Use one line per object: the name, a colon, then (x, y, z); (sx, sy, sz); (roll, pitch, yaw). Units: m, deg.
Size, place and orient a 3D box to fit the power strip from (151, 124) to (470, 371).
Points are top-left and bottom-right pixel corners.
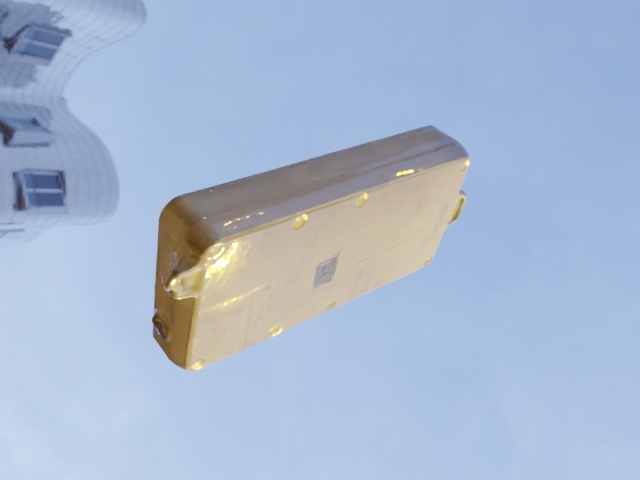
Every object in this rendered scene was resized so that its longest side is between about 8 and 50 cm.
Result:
power strip: (0.000, 0.000, 0.491); (0.046, 0.271, 0.117); (42, -45, 31)
